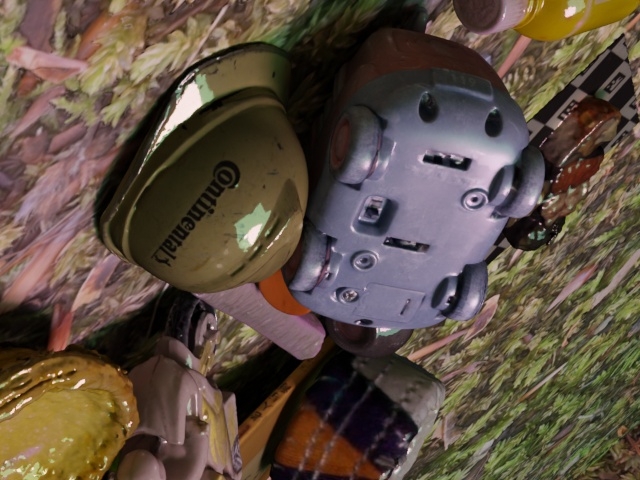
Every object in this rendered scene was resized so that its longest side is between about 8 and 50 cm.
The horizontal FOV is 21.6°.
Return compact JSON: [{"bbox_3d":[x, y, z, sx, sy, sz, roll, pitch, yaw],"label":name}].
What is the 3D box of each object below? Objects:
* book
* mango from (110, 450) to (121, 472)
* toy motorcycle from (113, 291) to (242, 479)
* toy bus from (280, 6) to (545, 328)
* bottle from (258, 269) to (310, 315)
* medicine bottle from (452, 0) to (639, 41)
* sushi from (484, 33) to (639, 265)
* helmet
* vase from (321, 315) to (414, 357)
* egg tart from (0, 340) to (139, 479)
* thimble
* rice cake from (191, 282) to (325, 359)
[{"bbox_3d":[-0.073,0.257,2.092,0.389,0.032,0.269,-42,162,-46],"label":"book"},{"bbox_3d":[-0.179,0.216,1.878,0.117,0.089,0.163,-50,157,4],"label":"mango"},{"bbox_3d":[-0.147,0.236,1.745,0.223,0.108,0.340,-49,139,-63],"label":"toy motorcycle"},{"bbox_3d":[0.075,-0.070,1.643,0.197,0.232,0.294,10,128,-17],"label":"toy bus"},{"bbox_3d":[0.000,0.000,1.775,0.187,0.069,0.069,-55,172,-47],"label":"bottle"},{"bbox_3d":[0.224,-0.258,1.676,0.212,0.122,0.122,-22,149,-42],"label":"medicine bottle"},{"bbox_3d":[0.316,-0.077,2.225,0.339,0.069,0.320,-43,158,-2],"label":"sushi"},{"bbox_3d":[-0.077,-0.038,1.538,0.204,0.137,0.257,-17,146,-48],"label":"helmet"},{"bbox_3d":[0.078,0.066,2.037,0.183,0.120,0.120,-38,162,-52],"label":"vase"},{"bbox_3d":[-0.311,0.190,1.572,0.294,0.123,0.294,-33,152,-20],"label":"egg tart"},{"bbox_3d":[0.050,0.237,2.082,0.237,0.150,0.237,-55,168,-18],"label":"thimble"},{"bbox_3d":[-0.076,0.060,1.810,0.056,0.072,0.365,-42,156,2],"label":"rice cake"}]
